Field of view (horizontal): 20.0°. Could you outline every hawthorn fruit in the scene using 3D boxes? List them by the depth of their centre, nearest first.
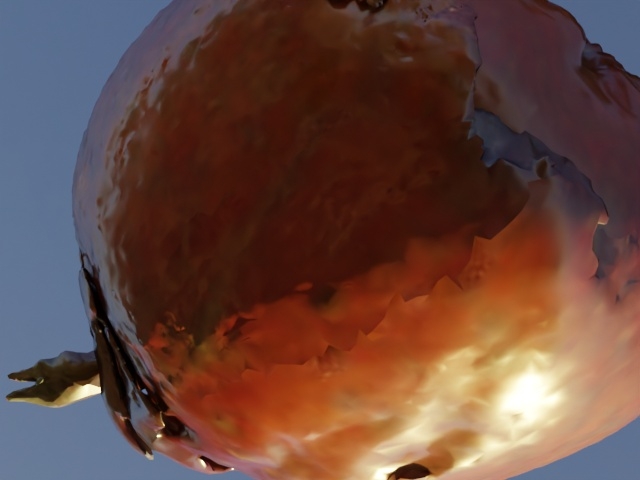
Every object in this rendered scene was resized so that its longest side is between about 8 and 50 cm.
[{"bbox_3d":[0.000,0.000,0.783,0.307,0.276,0.276,-32,-92,13],"label":"hawthorn fruit"}]
